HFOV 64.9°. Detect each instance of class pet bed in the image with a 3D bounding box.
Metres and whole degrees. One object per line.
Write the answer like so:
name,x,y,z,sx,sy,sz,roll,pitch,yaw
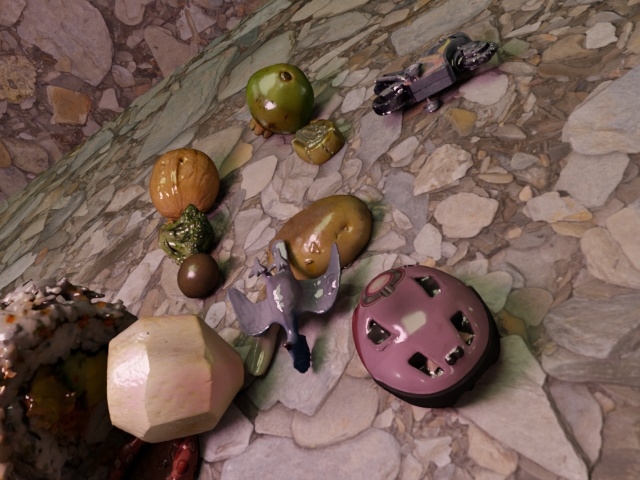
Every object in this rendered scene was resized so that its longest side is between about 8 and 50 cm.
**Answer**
pet bed,-0.296,0.399,0.883,0.201,0.053,0.201,-21,38,17

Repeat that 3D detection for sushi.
sushi,-0.460,0.268,0.879,0.176,0.417,0.417,0,50,19

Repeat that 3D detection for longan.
longan,-0.284,0.082,1.167,0.113,0.092,0.113,-44,34,39

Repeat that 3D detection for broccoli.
broccoli,-0.343,-0.007,1.285,0.145,0.138,0.162,-109,33,-44

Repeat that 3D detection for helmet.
helmet,0.130,0.116,0.727,0.198,0.154,0.253,-43,41,-2

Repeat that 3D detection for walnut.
walnut,-0.386,-0.160,1.429,0.193,0.193,0.225,-20,40,25

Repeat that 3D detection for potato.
potato,0.000,0.000,1.001,0.243,0.098,0.138,-44,38,-3

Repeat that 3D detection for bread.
bread,-0.013,-0.260,1.303,0.117,0.064,0.156,-47,38,-11

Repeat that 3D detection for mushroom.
mushroom,-0.103,0.165,0.963,0.059,0.054,0.202,-19,46,34

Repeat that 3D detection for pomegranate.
pomegranate,-0.132,-0.373,1.432,0.241,0.190,0.159,-19,66,24

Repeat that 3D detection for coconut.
coconut,-0.247,0.225,0.877,0.237,0.197,0.237,1,15,0

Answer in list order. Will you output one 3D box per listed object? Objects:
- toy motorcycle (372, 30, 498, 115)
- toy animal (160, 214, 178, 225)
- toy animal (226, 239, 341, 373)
toy motorcycle,0.258,-0.392,1.179,0.307,0.108,0.173,-21,32,25
toy animal,-0.437,-0.055,1.480,0.083,0.060,0.081,48,125,54
toy animal,-0.068,0.104,0.906,0.239,0.176,0.255,-18,30,12
